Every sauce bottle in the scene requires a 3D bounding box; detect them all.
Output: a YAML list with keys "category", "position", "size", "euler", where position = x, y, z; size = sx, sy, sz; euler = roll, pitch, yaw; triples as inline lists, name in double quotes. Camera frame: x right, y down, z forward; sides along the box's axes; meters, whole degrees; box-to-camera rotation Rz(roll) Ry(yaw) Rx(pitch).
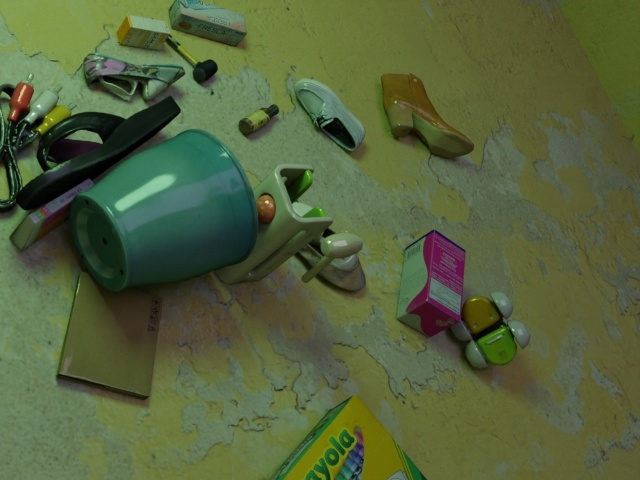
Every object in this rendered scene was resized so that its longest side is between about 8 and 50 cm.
- category: "sauce bottle"
  position: [-0.142, -0.289, 1.868]
  size: [0.042, 0.042, 0.128]
  euler: [51, 45, -2]

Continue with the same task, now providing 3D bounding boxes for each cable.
- category: "cable"
  position: [-0.555, -0.191, 1.435]
  size: [0.139, 0.072, 0.287]
  euler: [34, 46, -24]

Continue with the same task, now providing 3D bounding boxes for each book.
- category: "book"
  position: [-0.469, -0.048, 1.398]
  size: [0.035, 0.096, 0.144]
  euler: [49, 43, -3]

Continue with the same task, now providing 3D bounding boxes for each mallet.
- category: "mallet"
  position: [-0.325, -0.437, 1.821]
  size: [0.189, 0.039, 0.062]
  euler: [37, 42, -10]

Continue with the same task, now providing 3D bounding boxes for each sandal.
- category: "sandal"
  position: [-0.429, -0.183, 1.477]
  size: [0.107, 0.167, 0.446]
  euler: [52, 33, -9]

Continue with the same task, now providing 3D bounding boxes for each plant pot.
- category: "plant pot"
  position: [-0.297, -0.039, 1.429]
  size: [0.255, 0.271, 0.272]
  euler: [-25, 81, -39]

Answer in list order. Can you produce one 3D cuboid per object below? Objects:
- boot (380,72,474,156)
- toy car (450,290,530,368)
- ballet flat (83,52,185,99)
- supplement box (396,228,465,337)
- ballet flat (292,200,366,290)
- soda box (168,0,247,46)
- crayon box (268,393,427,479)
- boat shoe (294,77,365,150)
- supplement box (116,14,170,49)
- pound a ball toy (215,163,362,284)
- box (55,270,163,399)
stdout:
- category: "boot"
  position: [0.306, -0.366, 2.250]
  size: [0.295, 0.104, 0.211]
  euler: [15, 55, -28]
- category: "toy car"
  position: [0.416, 0.220, 1.952]
  size: [0.182, 0.159, 0.136]
  euler: [61, 8, 10]
- category: "ballet flat"
  position: [-0.393, -0.343, 1.681]
  size: [0.221, 0.077, 0.079]
  euler: [1, 81, -34]
- category: "supplement box"
  position: [0.268, 0.103, 1.907]
  size: [0.114, 0.111, 0.220]
  euler: [32, 47, -21]
- category: "ballet flat"
  position: [0.000, 0.000, 1.753]
  size: [0.316, 0.106, 0.108]
  euler: [36, 46, -17]
- category: "soda box"
  position: [-0.269, -0.528, 1.906]
  size: [0.183, 0.058, 0.063]
  euler: [7, 59, -38]
- category: "crayon box"
  position: [0.049, 0.519, 1.455]
  size: [0.313, 0.106, 0.363]
  euler: [51, 43, -1]
- category: "boat shoe"
  position: [0.021, -0.314, 1.995]
  size: [0.227, 0.079, 0.081]
  euler: [40, 40, -17]
- category: "supplement box"
  position: [-0.392, -0.460, 1.756]
  size: [0.098, 0.062, 0.036]
  euler: [-2, 64, -40]
- category: "pound a ball toy"
  position: [-0.088, -0.002, 1.526]
  size: [0.135, 0.319, 0.208]
  euler: [-4, 66, -41]
- category: "box"
  position: [-0.367, 0.166, 1.399]
  size: [0.164, 0.021, 0.201]
  euler: [22, 51, -28]
